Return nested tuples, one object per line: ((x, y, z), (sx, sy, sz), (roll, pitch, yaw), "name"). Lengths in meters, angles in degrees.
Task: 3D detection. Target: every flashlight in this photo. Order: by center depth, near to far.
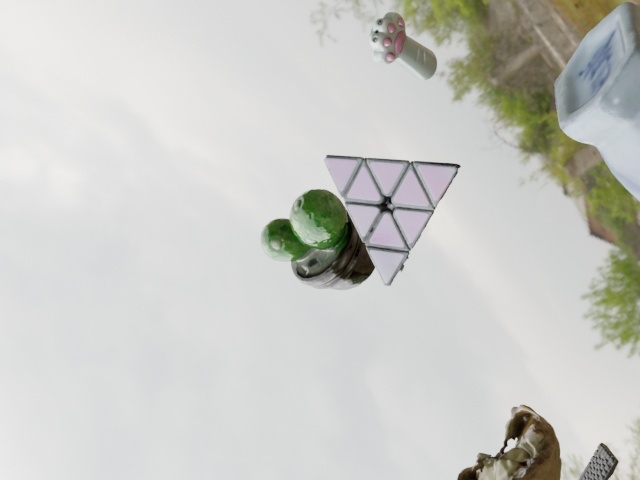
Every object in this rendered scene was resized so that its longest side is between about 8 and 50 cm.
((0.159, -0.347, 1.340), (0.047, 0.093, 0.200), (18, -179, 37), "flashlight")

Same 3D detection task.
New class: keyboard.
((0.390, 0.407, 1.109), (0.013, 0.204, 0.061), (27, -171, -3), "keyboard")

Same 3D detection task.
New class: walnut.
((0.380, 0.455, 1.399), (0.141, 0.238, 0.204), (39, -174, -6), "walnut")

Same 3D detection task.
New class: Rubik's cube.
((0.094, -0.094, 1.032), (0.178, 0.190, 0.211), (29, -125, -1), "Rubik's cube")

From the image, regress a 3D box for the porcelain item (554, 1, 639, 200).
((0.486, -0.109, 0.868), (0.405, 0.178, 0.242), (26, -139, -8), "porcelain item")

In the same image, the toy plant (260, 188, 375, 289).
((0.000, 0.000, 1.448), (0.235, 0.218, 0.175), (32, -131, -34), "toy plant")
